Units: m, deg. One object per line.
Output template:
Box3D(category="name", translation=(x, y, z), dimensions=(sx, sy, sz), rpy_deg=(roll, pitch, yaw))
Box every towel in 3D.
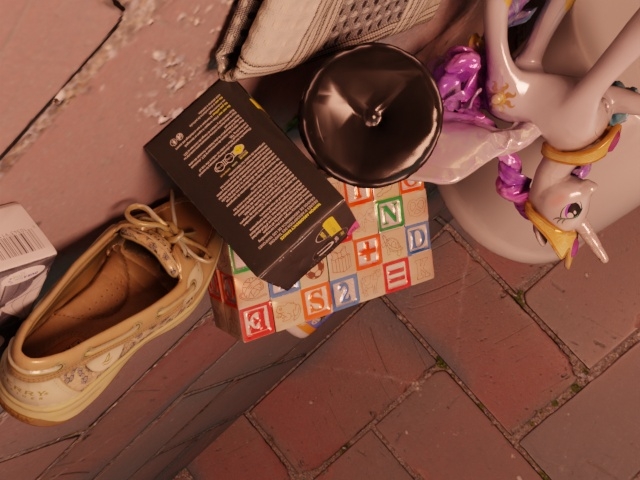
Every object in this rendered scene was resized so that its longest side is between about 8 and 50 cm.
Box3D(category="towel", translation=(0.084, -0.275, 0.555), dimensions=(0.312, 0.056, 0.324), rpy_deg=(-29, 161, -43))

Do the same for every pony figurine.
Box3D(category="pony figurine", translation=(0.234, -0.168, 0.828), dimensions=(0.303, 0.351, 0.363), rpy_deg=(-36, 147, -42))

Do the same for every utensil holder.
Box3D(category="utensil holder", translation=(0.411, -0.184, 1.102), dimensions=(0.328, 0.327, 0.385), rpy_deg=(-34, 171, -30))

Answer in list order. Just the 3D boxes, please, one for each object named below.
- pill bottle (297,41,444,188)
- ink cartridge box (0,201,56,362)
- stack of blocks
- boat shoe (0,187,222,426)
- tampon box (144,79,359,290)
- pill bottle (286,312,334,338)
Box3D(category="pill bottle", translation=(0.039, -0.119, 0.678), dimensions=(0.123, 0.123, 0.219), rpy_deg=(-43, -171, 4))
Box3D(category="ink cartridge box", translation=(-0.344, 0.114, 0.567), dimensions=(0.165, 0.065, 0.332), rpy_deg=(-27, 161, -50))
Box3D(category="stack of blocks", translation=(0.000, 0.000, 0.903), dimensions=(0.297, 0.171, 0.087), rpy_deg=(-16, -165, -29))
Box3D(category="boat shoe", translation=(-0.170, 0.040, 0.630), dimensions=(0.285, 0.105, 0.089), rpy_deg=(-59, 178, -45))
Box3D(category="tampon box", translation=(-0.056, -0.049, 0.645), dimensions=(0.101, 0.161, 0.120), rpy_deg=(-42, 167, 1))
Box3D(category="pill bottle", translation=(0.023, 0.011, 1.082), dimensions=(0.272, 0.152, 0.152), rpy_deg=(-43, 167, 4))
